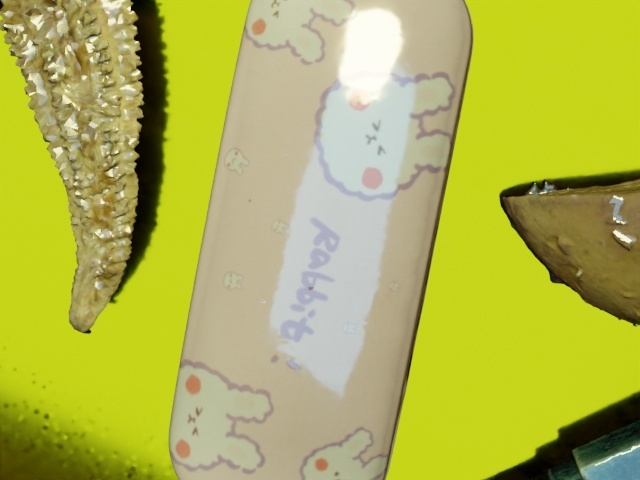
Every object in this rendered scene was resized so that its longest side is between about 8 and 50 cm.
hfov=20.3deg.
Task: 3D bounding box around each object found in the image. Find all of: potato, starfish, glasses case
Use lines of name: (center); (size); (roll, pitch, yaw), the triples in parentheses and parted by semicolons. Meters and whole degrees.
potato: (0.182, 0.013, 0.884); (0.172, 0.089, 0.100); (-4, 99, -1)
starfish: (-0.173, -0.150, 0.866); (0.294, 0.084, 0.301); (26, 103, -1)
glasses case: (0.000, 0.000, 0.889); (0.113, 0.075, 0.296); (11, 96, 5)

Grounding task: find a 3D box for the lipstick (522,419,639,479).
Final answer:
lipstick: (0.090, 0.157, 0.923); (0.312, 0.051, 0.051); (-25, 96, 5)
